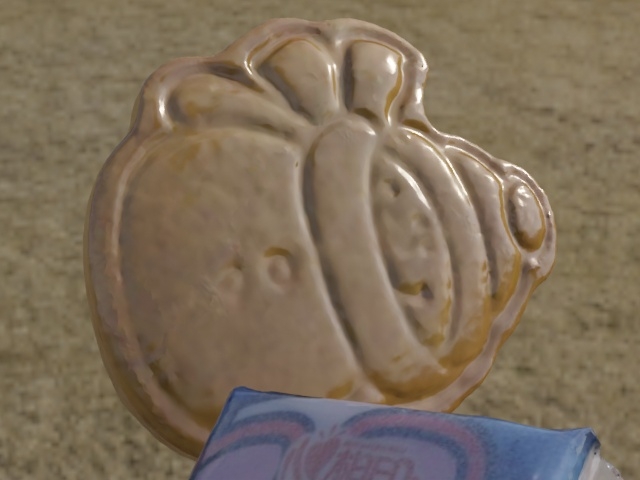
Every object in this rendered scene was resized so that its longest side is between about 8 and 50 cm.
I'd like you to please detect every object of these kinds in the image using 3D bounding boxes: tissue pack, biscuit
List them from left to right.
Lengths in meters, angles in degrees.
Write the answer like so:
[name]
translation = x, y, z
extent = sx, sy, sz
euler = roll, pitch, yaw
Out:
[biscuit]
translation = 0.000, 0.000, 1.083
extent = 0.351, 0.312, 0.057
euler = -27, 2, -24
[tissue pack]
translation = 0.002, 0.117, 0.370
extent = 0.115, 0.065, 0.155
euler = 3, 54, 39
